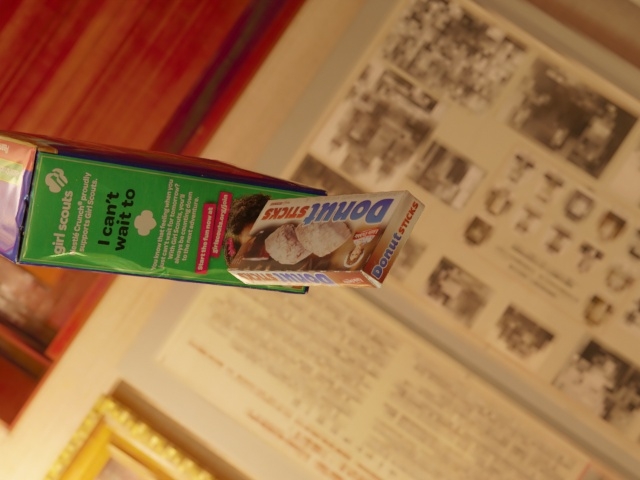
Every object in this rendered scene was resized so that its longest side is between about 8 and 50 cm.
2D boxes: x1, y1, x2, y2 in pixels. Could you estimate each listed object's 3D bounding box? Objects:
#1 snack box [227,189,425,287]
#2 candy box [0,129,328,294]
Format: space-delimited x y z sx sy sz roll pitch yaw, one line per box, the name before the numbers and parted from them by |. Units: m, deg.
snack box | 0.000 0.000 0.947 0.022 0.064 0.178 39 160 -25
candy box | -0.199 -0.035 1.435 0.317 0.122 0.268 6 -173 -31
